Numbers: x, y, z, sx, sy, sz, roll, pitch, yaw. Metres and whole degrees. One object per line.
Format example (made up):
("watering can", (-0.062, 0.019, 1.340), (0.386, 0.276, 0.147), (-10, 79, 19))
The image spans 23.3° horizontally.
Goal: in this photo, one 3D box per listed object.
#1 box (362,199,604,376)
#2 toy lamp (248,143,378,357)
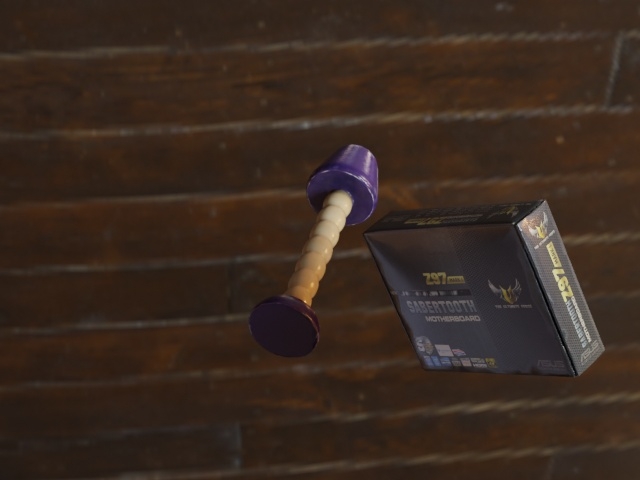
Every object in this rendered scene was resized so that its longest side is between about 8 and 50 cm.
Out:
("box", (0.170, 0.053, 1.652), (0.232, 0.059, 0.183), (-3, 117, 48))
("toy lamp", (0.000, 0.000, 1.556), (0.080, 0.275, 0.080), (11, 131, 13))
